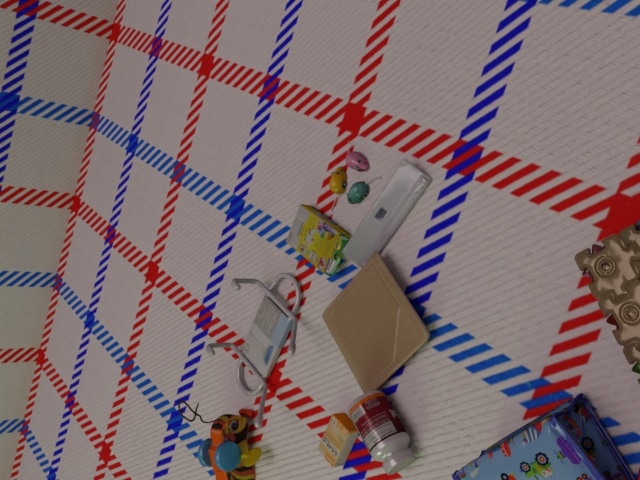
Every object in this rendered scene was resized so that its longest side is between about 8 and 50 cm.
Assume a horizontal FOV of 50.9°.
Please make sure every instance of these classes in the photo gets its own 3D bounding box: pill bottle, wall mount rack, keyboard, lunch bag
[{"bbox_3d":[0.124,0.384,1.345,0.086,0.086,0.152,-52,52,30],"label":"pill bottle"},{"bbox_3d":[-0.143,0.259,1.611,0.304,0.130,0.350,41,116,41],"label":"wall mount rack"},{"bbox_3d":[0.135,-0.049,1.413,0.072,0.014,0.256,41,117,17],"label":"keyboard"},{"bbox_3d":[0.392,0.430,1.049,0.221,0.138,0.293,-45,68,33],"label":"lunch bag"}]

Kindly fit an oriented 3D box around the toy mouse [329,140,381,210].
[{"bbox_3d":[0.073,-0.141,1.493,0.143,0.031,0.161,10,93,47],"label":"toy mouse"}]

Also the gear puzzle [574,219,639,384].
[{"bbox_3d":[0.524,0.131,0.982,0.175,0.044,0.339,-37,63,36],"label":"gear puzzle"}]

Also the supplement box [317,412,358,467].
[{"bbox_3d":[0.039,0.434,1.466,0.062,0.036,0.099,37,113,43],"label":"supplement box"}]

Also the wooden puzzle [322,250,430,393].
[{"bbox_3d":[0.114,0.178,1.415,0.239,0.044,0.221,-55,51,34],"label":"wooden puzzle"}]

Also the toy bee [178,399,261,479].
[{"bbox_3d":[-0.216,0.502,1.675,0.195,0.162,0.299,18,124,38],"label":"toy bee"}]

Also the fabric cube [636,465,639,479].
[{"bbox_3d":[0.532,0.262,0.773,0.259,0.254,0.259,12,96,38],"label":"fabric cube"}]

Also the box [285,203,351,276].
[{"bbox_3d":[0.000,0.000,1.550,0.179,0.043,0.105,40,114,44],"label":"box"}]
